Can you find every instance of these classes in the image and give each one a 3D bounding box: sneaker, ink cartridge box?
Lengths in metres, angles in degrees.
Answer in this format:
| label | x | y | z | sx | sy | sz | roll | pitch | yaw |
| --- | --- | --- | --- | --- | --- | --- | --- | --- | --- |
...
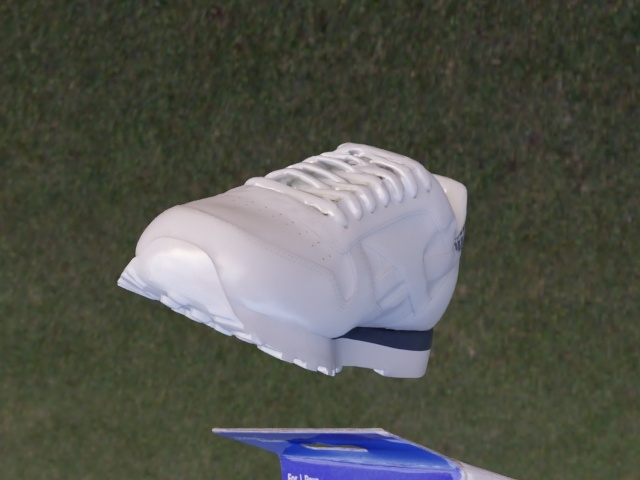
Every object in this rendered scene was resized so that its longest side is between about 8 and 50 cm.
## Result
| label | x | y | z | sx | sy | sz | roll | pitch | yaw |
| --- | --- | --- | --- | --- | --- | --- | --- | --- | --- |
| sneaker | 0.000 | 0.000 | 0.510 | 0.090 | 0.094 | 0.235 | 29 | -174 | 21 |
| ink cartridge box | 0.111 | 0.172 | 0.665 | 0.333 | 0.065 | 0.165 | 23 | 162 | -28 |
